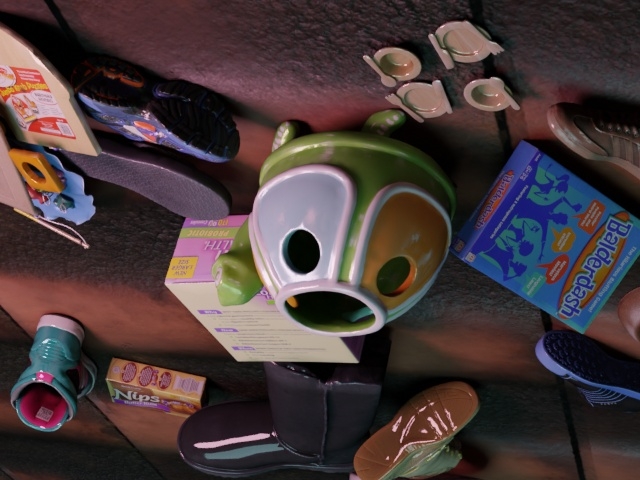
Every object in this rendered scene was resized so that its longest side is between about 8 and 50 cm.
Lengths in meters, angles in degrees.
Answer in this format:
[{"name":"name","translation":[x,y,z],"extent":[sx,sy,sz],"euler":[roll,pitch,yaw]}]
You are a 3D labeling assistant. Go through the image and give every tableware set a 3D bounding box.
[{"name":"tableware set","translation":[0.136,-0.184,1.321],"extent":[0.169,0.020,0.141],"euler":[-9,143,33]}]

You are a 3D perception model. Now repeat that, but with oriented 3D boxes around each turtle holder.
[{"name":"turtle holder","translation":[0.002,-0.010,1.463],"extent":[0.320,0.227,0.243],"euler":[5,149,14]}]

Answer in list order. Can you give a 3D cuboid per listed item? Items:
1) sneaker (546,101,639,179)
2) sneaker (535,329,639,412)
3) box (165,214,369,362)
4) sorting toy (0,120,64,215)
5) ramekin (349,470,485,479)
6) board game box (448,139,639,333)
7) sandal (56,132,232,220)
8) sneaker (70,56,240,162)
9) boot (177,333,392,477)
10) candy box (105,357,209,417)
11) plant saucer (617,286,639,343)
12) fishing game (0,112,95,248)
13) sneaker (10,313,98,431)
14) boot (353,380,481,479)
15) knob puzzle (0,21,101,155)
[{"name":"sneaker","translation":[0.341,-0.121,1.315],"extent":[0.188,0.066,0.071],"euler":[22,133,-22]},{"name":"sneaker","translation":[0.413,0.210,1.797],"extent":[0.232,0.081,0.090],"euler":[23,141,-17]},{"name":"box","translation":[-0.070,0.074,1.742],"extent":[0.214,0.117,0.243],"euler":[-2,147,26]},{"name":"sorting toy","translation":[-0.468,-0.129,1.601],"extent":[0.348,0.047,0.196],"euler":[20,147,27]},{"name":"ramekin","translation":[0.186,0.515,2.256],"extent":[0.273,0.127,0.273],"euler":[3,173,0]},{"name":"board game box","translation":[0.284,-0.001,1.438],"extent":[0.210,0.160,0.047],"euler":[29,-172,-26]},{"name":"sandal","translation":[-0.232,-0.102,1.591],"extent":[0.255,0.054,0.097],"euler":[22,148,7]},{"name":"sneaker","translation":[-0.202,-0.156,1.468],"extent":[0.221,0.083,0.087],"euler":[26,156,-2]},{"name":"boot","translation":[-0.076,0.280,2.031],"extent":[0.367,0.146,0.445],"euler":[-2,155,-3]},{"name":"candy box","translation":[-0.310,0.285,2.257],"extent":[0.187,0.053,0.109],"euler":[11,150,4]},{"name":"plant saucer","translation":[0.516,0.121,1.652],"extent":[0.199,0.036,0.198],"euler":[10,150,6]},{"name":"fishing game","translation":[-0.406,-0.083,1.667],"extent":[0.189,0.041,0.264],"euler":[28,150,6]},{"name":"sneaker","translation":[-0.491,0.278,2.195],"extent":[0.124,0.178,0.295],"euler":[12,150,5]},{"name":"boot","translation":[0.207,0.343,2.084],"extent":[0.262,0.095,0.203],"euler":[-43,150,19]},{"name":"knob puzzle","translation":[-0.363,-0.199,1.465],"extent":[0.213,0.030,0.213],"euler":[29,147,21]}]
